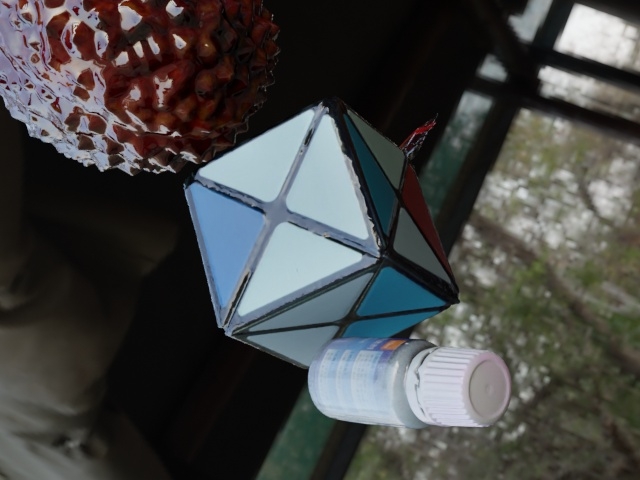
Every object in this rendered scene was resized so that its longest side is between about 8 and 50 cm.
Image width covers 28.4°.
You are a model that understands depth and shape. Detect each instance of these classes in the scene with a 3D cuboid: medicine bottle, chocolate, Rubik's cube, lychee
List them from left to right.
[{"bbox_3d":[-0.291,-0.319,1.821,0.424,0.500,0.424,-46,-13,-14],"label":"lychee"},{"bbox_3d":[0.000,-0.001,1.653,0.246,0.250,0.248,-27,-26,20],"label":"Rubik's cube"},{"bbox_3d":[0.136,-0.138,2.012,0.086,0.028,0.182,-57,3,-28],"label":"chocolate"},{"bbox_3d":[0.079,0.131,1.151,0.083,0.203,0.083,1,-91,-39],"label":"medicine bottle"}]
